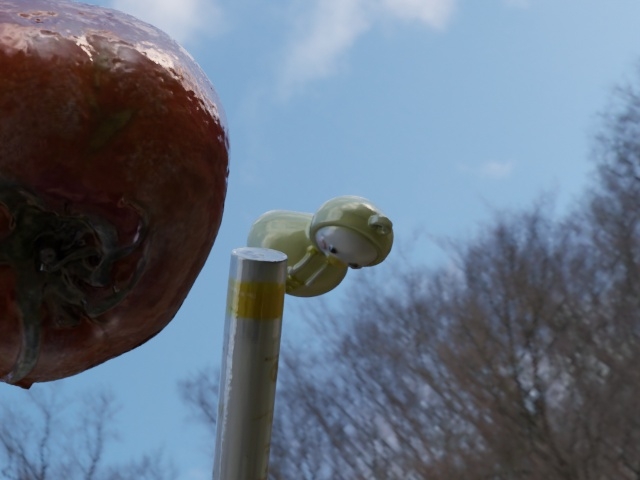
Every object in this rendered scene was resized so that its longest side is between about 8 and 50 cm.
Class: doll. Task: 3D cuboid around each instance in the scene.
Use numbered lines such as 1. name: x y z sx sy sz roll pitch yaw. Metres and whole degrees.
1. doll: -0.005 0.010 1.575 0.141 0.296 0.117 39 -114 -20

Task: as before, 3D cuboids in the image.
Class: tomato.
1. tomato: -0.171 -0.034 0.706 0.232 0.188 0.232 -7 -63 -13

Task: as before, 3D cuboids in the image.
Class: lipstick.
1. lipstick: -0.072 0.141 1.208 0.059 0.059 0.264 -2 -76 -37
